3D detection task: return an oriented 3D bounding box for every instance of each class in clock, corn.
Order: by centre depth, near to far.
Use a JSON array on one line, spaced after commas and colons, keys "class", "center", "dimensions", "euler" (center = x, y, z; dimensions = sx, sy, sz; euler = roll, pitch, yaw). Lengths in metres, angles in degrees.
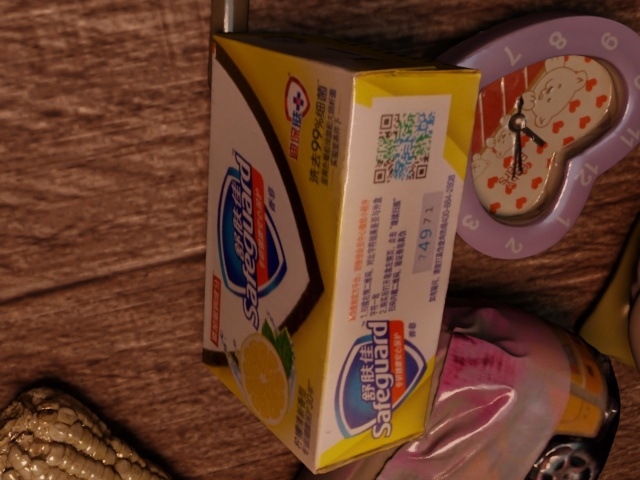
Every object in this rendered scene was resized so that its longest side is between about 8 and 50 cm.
[{"class": "clock", "center": [0.152, -0.093, 0.570], "dimensions": [0.172, 0.064, 0.198], "euler": [30, 102, -23]}, {"class": "corn", "center": [-0.177, 0.199, 0.605], "dimensions": [0.087, 0.087, 0.211], "euler": [-43, 121, 6]}]

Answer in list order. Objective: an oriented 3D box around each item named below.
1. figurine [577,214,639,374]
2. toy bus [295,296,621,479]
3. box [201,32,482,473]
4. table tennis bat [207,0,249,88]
[{"class": "figurine", "center": [0.450, 0.091, 0.548], "dimensions": [0.362, 0.377, 0.266], "euler": [4, 111, -14]}, {"class": "toy bus", "center": [0.076, 0.220, 0.624], "dimensions": [0.162, 0.171, 0.386], "euler": [26, 103, -18]}, {"class": "box", "center": [0.000, 0.000, 0.507], "dimensions": [0.097, 0.168, 0.265], "euler": [-10, 118, -35]}, {"class": "table tennis bat", "center": [-0.059, -0.219, 0.494], "dimensions": [0.131, 0.022, 0.234], "euler": [0, 109, -15]}]
